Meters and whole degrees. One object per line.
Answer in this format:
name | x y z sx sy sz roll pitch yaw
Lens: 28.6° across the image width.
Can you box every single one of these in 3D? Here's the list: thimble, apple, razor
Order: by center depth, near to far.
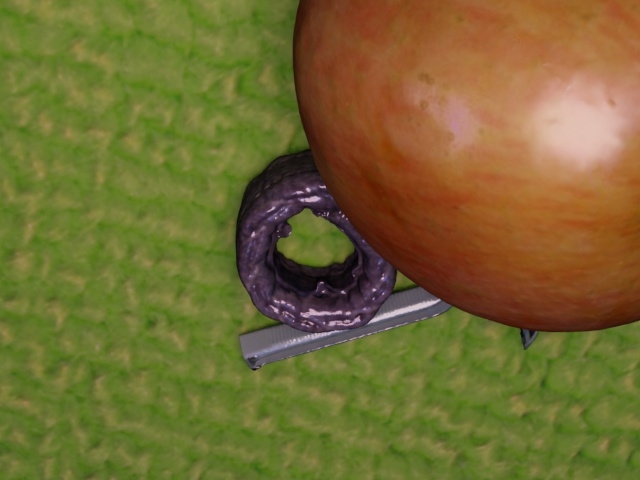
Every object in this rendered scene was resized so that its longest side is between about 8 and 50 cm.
apple | 0.187 -0.120 0.905 0.391 0.346 0.391 -12 123 -19
thimble | -0.002 -0.001 1.094 0.150 0.098 0.150 0 113 0
razor | 0.062 0.070 1.154 0.278 0.056 0.111 -9 148 9
